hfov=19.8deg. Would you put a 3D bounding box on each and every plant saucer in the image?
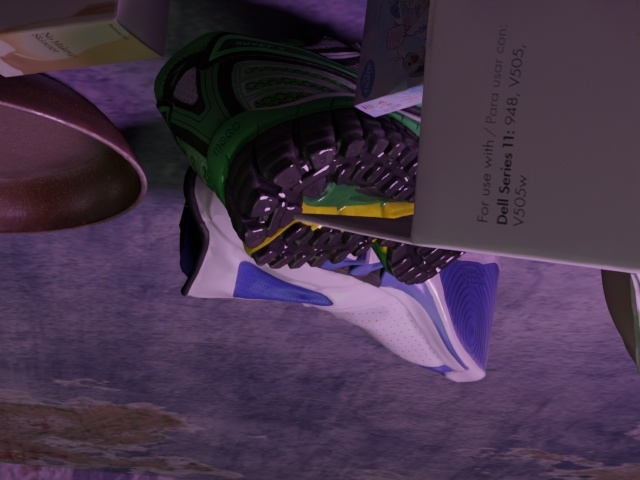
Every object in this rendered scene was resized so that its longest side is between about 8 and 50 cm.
[{"bbox_3d":[-0.275,-0.072,1.295,0.311,0.050,0.310,5,163,1],"label":"plant saucer"}]

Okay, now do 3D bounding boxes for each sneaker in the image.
[{"bbox_3d":[-0.001,0.000,1.367,0.182,0.127,0.315,-2,155,32],"label":"sneaker"},{"bbox_3d":[0.033,-0.069,1.145,0.134,0.146,0.343,-47,154,19],"label":"sneaker"}]

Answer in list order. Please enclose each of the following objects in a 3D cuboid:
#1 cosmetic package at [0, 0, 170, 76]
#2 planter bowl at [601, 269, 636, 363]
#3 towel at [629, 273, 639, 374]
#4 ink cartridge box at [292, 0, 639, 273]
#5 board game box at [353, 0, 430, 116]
[{"bbox_3d":[-0.154,-0.131,1.087,0.115,0.041,0.060,-4,160,26],"label":"cosmetic package"},{"bbox_3d":[0.261,0.006,1.274,0.162,0.162,0.109,-10,132,39],"label":"planter bowl"},{"bbox_3d":[0.286,-0.008,1.094,0.248,0.038,0.325,3,134,27],"label":"towel"},{"bbox_3d":[0.181,-0.043,0.764,0.353,0.119,0.207,7,-176,41],"label":"ink cartridge box"},{"bbox_3d":[0.060,-0.119,0.990,0.020,0.090,0.090,25,154,-39],"label":"board game box"}]
